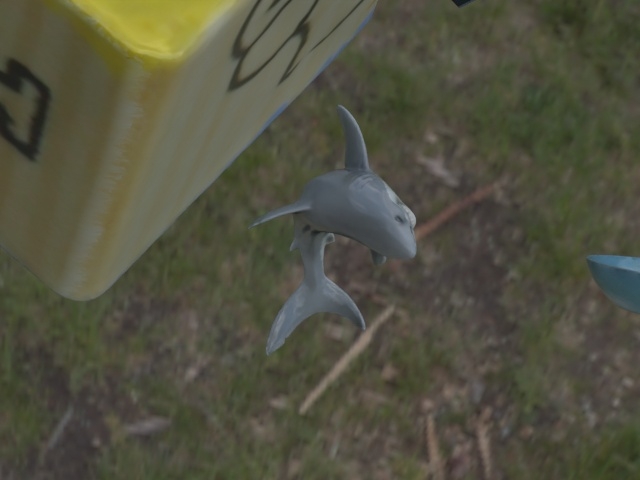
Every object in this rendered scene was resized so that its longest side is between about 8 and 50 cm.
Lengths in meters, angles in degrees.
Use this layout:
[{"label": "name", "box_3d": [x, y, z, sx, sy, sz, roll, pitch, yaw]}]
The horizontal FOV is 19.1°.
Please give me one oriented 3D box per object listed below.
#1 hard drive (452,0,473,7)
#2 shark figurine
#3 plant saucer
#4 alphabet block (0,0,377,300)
[{"label": "hard drive", "box_3d": [0.187, -0.279, 1.803, 0.022, 0.135, 0.094, 43, 53, -21]}, {"label": "shark figurine", "box_3d": [-0.013, -0.007, 1.707, 0.116, 0.278, 0.166, -18, 76, -22]}, {"label": "plant saucer", "box_3d": [0.394, 0.057, 1.706, 0.318, 0.317, 0.043, 7, 93, -5]}, {"label": "alphabet block", "box_3d": [-0.081, -0.129, 0.657, 0.193, 0.197, 0.192, 39, 63, 4]}]
